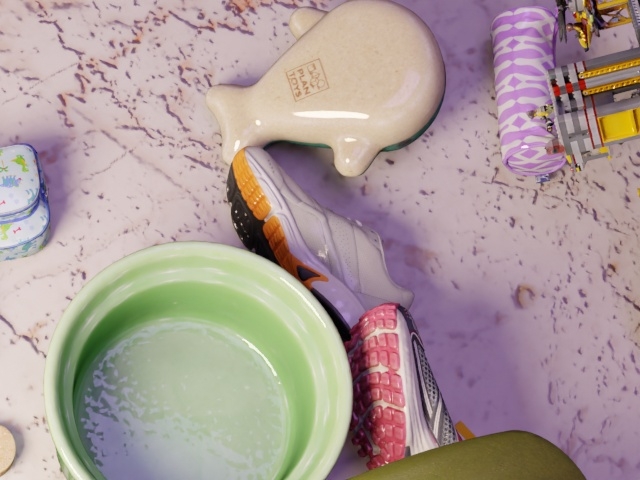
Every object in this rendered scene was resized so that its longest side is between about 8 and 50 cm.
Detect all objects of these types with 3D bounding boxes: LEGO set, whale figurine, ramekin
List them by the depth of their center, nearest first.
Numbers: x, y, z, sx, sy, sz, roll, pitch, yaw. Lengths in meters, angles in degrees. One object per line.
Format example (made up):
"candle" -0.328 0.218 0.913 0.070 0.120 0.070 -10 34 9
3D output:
"ramekin" -0.130 0.167 1.517 0.303 0.148 0.303 5 67 -12
"LEGO set" 0.334 -0.148 1.697 0.192 0.255 0.331 -13 49 11
"whale figurine" 0.011 -0.163 1.719 0.272 0.141 0.216 -21 72 5

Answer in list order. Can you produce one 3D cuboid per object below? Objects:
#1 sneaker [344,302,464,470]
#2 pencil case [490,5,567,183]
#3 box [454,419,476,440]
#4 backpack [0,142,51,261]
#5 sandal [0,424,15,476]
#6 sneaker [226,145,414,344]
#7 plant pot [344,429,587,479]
"sneaker" 0.104 0.210 1.550 0.112 0.121 0.299 -12 84 -34
"pencil case" 0.251 -0.178 1.787 0.088 0.086 0.206 -11 68 19
"box" 0.129 0.267 1.606 0.136 0.028 0.081 -39 81 -22
"backpack" -0.338 -0.041 1.590 0.105 0.084 0.114 -13 74 -16
"sandal" -0.418 0.215 1.465 0.240 0.079 0.088 -10 70 -17
"sneaker" 0.000 0.000 1.659 0.121 0.099 0.262 -31 85 -31
"plant pot" 0.109 0.298 1.344 0.293 0.275 0.275 -32 78 -36
